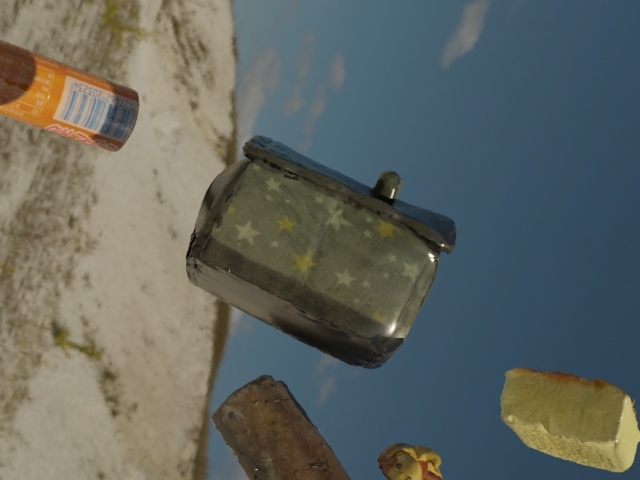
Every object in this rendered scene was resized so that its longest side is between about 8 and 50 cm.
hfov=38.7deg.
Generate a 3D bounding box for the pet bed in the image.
[{"bbox_3d":[0.000,0.000,0.820,0.159,0.211,0.183,-63,178,-14],"label":"pet bed"}]

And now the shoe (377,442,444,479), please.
[{"bbox_3d":[0.129,0.308,1.219,0.072,0.109,0.069,-41,-133,-1],"label":"shoe"}]

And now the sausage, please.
[{"bbox_3d":[-0.391,-0.202,1.155,0.093,0.312,0.093,-28,-127,47],"label":"sausage"}]

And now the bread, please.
[{"bbox_3d":[0.270,0.193,0.980,0.188,0.125,0.068,45,60,-58],"label":"bread"}]

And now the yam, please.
[{"bbox_3d":[-0.029,0.322,1.247,0.131,0.279,0.131,-34,168,-8],"label":"yam"}]
